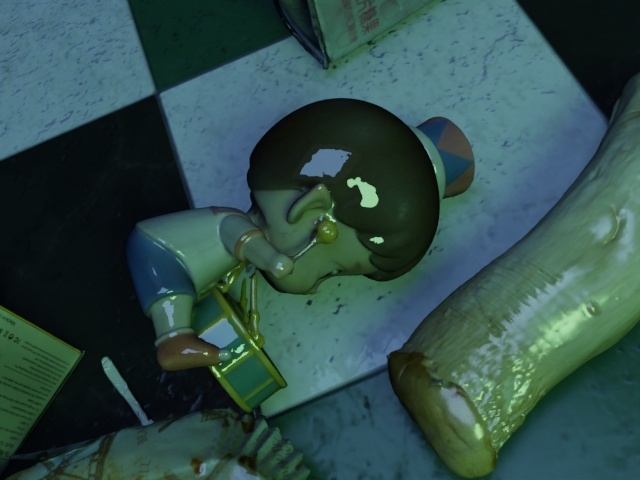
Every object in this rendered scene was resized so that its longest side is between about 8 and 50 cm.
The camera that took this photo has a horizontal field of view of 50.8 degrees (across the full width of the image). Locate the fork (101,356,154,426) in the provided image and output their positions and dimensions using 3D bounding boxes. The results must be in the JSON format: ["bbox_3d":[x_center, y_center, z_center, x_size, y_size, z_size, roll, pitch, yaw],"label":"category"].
[{"bbox_3d":[-0.143,0.131,0.526,0.016,0.012,0.115,-37,61,-15],"label":"fork"}]

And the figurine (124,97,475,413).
[{"bbox_3d":[-0.005,-0.008,0.496,0.275,0.161,0.158,-36,102,-4],"label":"figurine"}]

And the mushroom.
[{"bbox_3d":[0.181,0.007,0.472,0.351,0.095,0.123,-46,46,-14],"label":"mushroom"}]

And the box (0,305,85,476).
[{"bbox_3d":[-0.281,0.160,0.476,0.033,0.129,0.247,23,70,23],"label":"box"}]

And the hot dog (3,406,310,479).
[{"bbox_3d":[-0.131,0.209,0.446,0.271,0.082,0.162,-16,62,9],"label":"hot dog"}]

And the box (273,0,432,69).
[{"bbox_3d":[0.110,-0.321,0.598,0.370,0.190,0.112,-35,61,-5],"label":"box"}]
